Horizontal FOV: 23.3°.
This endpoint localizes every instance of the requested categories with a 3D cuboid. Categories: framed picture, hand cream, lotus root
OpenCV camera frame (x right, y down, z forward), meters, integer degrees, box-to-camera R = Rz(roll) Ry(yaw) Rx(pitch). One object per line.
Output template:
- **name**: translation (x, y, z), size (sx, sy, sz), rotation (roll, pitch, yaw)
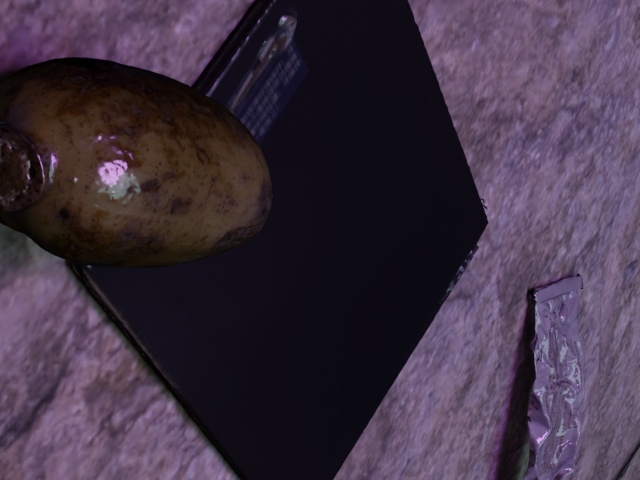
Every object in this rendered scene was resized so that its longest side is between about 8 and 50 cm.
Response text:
- **framed picture**: translation (0.000, 0.000, 0.881), size (0.255, 0.014, 0.339), rotation (-57, 149, -19)
- **hand cream**: translation (0.174, 0.153, 1.233), size (0.084, 0.050, 0.257), rotation (-15, 119, -51)
- **lotus root**: translation (-0.081, -0.033, 0.650), size (0.179, 0.089, 0.080), rotation (2, 118, -59)
